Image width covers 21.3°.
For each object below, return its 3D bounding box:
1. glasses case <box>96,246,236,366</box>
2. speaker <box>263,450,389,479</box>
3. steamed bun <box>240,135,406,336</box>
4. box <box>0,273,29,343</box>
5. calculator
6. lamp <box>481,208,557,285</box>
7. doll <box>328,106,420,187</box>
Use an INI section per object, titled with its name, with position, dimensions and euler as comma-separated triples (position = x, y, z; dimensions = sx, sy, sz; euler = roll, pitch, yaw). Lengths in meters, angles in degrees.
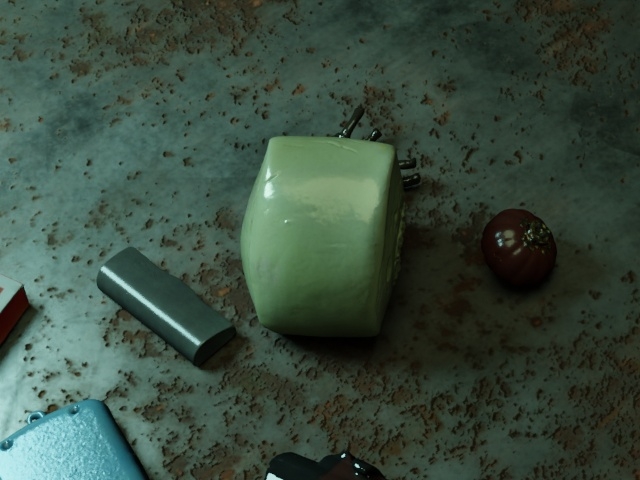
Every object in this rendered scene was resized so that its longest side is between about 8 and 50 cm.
[glasses case]
position = -0.198, 0.081, 2.155
dimensions = 0.191, 0.042, 0.072
euler = 35, 58, 26
[speaker]
position = 0.071, 0.384, 1.882
dimensions = 0.329, 0.198, 0.259
euler = 13, 97, 32
[steamed bun]
position = 0.000, 0.000, 2.063
dimensions = 0.200, 0.155, 0.250
euler = 5, 101, 6
[box]
position = -0.501, 0.073, 2.187
dimensions = 0.229, 0.050, 0.123
euler = 21, 58, 20
[calculator]
position = -0.282, 0.311, 1.995
dimensions = 0.173, 0.051, 0.293
euler = -27, 56, -11
[lamp]
position = 0.249, 0.009, 2.123
dimensions = 0.101, 0.090, 0.101
euler = 14, 60, -26
[doll]
position = 0.029, -0.090, 2.239
dimensions = 0.165, 0.057, 0.139
euler = -35, 60, -7
